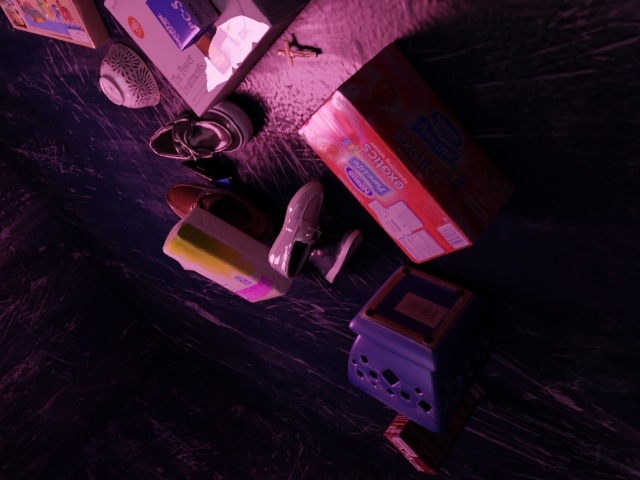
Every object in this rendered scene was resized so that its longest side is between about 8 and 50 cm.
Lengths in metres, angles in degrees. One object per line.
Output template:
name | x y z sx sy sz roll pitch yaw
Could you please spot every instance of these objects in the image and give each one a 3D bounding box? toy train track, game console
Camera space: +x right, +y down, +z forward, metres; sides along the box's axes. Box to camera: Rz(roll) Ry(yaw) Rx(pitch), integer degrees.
toy train track | -0.038 -0.324 0.987 0.083 0.014 0.048 15 134 32
game console | -0.280 -0.157 1.460 0.122 0.107 0.071 26 119 27

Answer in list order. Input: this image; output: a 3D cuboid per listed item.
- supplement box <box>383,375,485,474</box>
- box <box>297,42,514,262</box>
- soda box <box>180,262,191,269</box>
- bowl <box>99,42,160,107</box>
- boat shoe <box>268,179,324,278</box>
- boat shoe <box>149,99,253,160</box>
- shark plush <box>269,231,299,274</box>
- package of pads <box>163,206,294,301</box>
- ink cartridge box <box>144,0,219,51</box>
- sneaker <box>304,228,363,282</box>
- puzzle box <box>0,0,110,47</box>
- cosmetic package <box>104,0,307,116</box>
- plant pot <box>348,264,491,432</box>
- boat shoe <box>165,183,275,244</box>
supplement box | 0.269 0.402 1.337 0.130 0.239 0.073 47 152 -7
box | 0.132 -0.127 0.900 0.300 0.142 0.154 47 151 -7
soda box | -0.393 0.053 1.877 0.216 0.074 0.069 0 130 52
bowl | -0.481 -0.383 1.396 0.170 0.080 0.170 32 150 21
boat shoe | -0.036 -0.018 1.238 0.081 0.079 0.227 41 118 31
boat shoe | -0.277 -0.229 1.302 0.335 0.119 0.121 1 131 51
shark plush | -0.085 0.035 1.521 0.067 0.073 0.161 43 180 44
package of pads | -0.230 0.043 1.422 0.296 0.101 0.229 32 159 -17
ink cartridge box | -0.254 -0.414 0.906 0.207 0.046 0.097 54 151 -16
sneaker | -0.001 0.002 1.301 0.163 0.086 0.226 39 151 4
puzzle box | -0.693 -0.622 1.371 0.409 0.052 0.272 22 145 34
cosmetic package | -0.223 -0.418 1.010 0.284 0.097 0.377 52 151 -9
plant pot | 0.201 0.200 1.171 0.236 0.236 0.212 23 140 33
boat shoe | -0.267 -0.086 1.465 0.324 0.123 0.116 18 166 22
